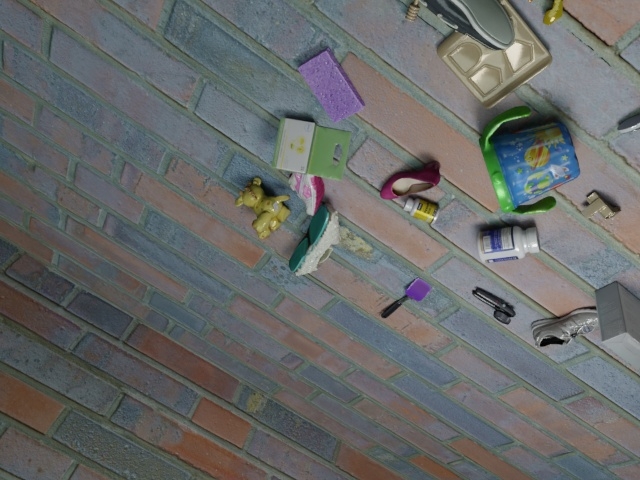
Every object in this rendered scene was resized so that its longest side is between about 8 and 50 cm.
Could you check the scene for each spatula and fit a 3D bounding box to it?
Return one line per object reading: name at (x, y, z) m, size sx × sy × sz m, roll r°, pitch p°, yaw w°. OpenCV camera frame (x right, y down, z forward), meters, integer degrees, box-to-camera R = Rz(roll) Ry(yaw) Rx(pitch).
spatula at (0.347, 0.256, 2.022) m, size 0.084 × 0.030 × 0.296 m, roll 32°, pitch 134°, yaw -11°

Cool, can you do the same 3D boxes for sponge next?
sponge at (0.034, -0.474, 1.487) m, size 0.117 × 0.031 × 0.210 m, roll -19°, pitch 121°, yaw 35°

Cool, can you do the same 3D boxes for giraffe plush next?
giraffe plush at (-0.229, -0.135, 1.832) m, size 0.170 × 0.181 × 0.210 m, roll 38°, pitch 149°, yaw 16°

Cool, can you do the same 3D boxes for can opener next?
can opener at (0.671, 0.245, 1.860) m, size 0.186 × 0.073 × 0.059 m, roll 39°, pitch 142°, yaw -1°

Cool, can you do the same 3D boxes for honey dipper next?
honey dipper at (0.261, -0.648, 1.238) m, size 0.030 × 0.030 × 0.161 m, roll 23°, pitch 132°, yaw 1°

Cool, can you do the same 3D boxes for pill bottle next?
pill bottle at (0.348, -0.106, 1.667) m, size 0.116 × 0.065 × 0.065 m, roll 22°, pitch 135°, yaw 3°
pill bottle at (0.633, 0.011, 1.623) m, size 0.186 × 0.112 × 0.112 m, roll -9°, pitch 126°, yaw 29°

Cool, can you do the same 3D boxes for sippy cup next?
sippy cup at (0.594, -0.221, 1.366) m, size 0.224 × 0.240 × 0.305 m, roll -19°, pitch 160°, yaw 23°

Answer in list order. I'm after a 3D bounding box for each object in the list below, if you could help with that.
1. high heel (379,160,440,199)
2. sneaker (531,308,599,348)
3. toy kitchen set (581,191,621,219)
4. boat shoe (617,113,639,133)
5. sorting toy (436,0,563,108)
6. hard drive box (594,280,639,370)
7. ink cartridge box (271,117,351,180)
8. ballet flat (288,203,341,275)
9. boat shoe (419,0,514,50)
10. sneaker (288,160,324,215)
high heel at (0.289, -0.173, 1.594) m, size 0.244 × 0.117 × 0.082 m, roll -20°, pitch 120°, yaw 35°
sneaker at (0.933, 0.343, 1.797) m, size 0.281 × 0.115 × 0.105 m, roll -29°, pitch 115°, yaw 39°
toy kitchen set at (0.859, -0.099, 1.486) m, size 0.083 × 0.075 × 0.068 m, roll 59°, pitch 135°, yaw 22°
boat shoe at (0.868, -0.316, 1.273) m, size 0.142 × 0.049 × 0.040 m, roll -25°, pitch 118°, yaw 35°
sorting toy at (0.490, -0.519, 1.256) m, size 0.229 × 0.041 × 0.307 m, roll 44°, pitch 132°, yaw -13°
hard drive box at (1.031, 0.284, 1.621) m, size 0.181 × 0.232 × 0.089 m, roll 36°, pitch 134°, yaw -11°
ink cartridge box at (-0.031, -0.301, 1.592) m, size 0.235 × 0.056 × 0.171 m, roll 13°, pitch 94°, yaw 14°
ballet flat at (0.000, 0.000, 1.889) m, size 0.147 × 0.147 × 0.409 m, roll 30°, pitch 138°, yaw -5°
boat shoe at (0.350, -0.576, 1.195) m, size 0.302 × 0.114 × 0.091 m, roll 41°, pitch 158°, yaw -10°
sneaker at (-0.055, -0.206, 1.728) m, size 0.111 × 0.103 × 0.252 m, roll 7°, pitch 124°, yaw 19°
